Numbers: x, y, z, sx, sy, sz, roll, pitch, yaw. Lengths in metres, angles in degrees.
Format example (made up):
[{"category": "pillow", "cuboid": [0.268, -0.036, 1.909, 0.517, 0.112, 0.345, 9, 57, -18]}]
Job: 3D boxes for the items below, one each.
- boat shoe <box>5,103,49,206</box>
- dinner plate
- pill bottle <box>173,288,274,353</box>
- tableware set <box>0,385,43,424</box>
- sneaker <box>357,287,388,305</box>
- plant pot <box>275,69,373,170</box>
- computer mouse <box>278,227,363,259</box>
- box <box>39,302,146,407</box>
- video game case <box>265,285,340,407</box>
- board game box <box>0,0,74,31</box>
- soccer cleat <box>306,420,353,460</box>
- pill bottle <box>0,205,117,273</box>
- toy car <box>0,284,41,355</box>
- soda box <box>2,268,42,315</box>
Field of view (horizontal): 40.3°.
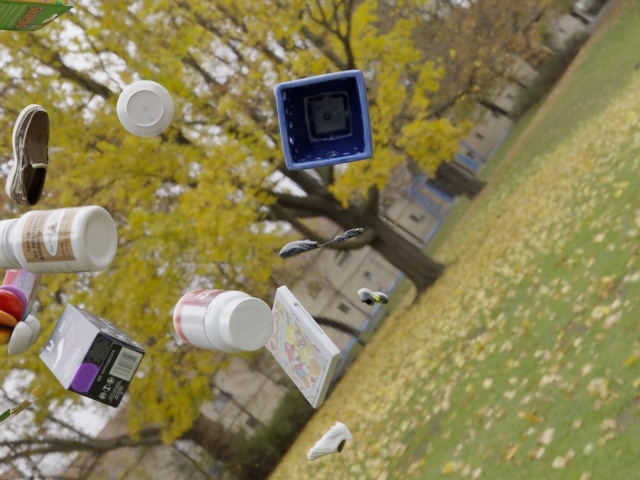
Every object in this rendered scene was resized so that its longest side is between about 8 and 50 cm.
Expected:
[{"category": "boat shoe", "cuboid": [-0.709, -0.206, 2.171, 0.095, 0.095, 0.257, -12, -55, -50]}, {"category": "dinner plate", "cuboid": [-0.437, -0.329, 2.172, 0.141, 0.141, 0.017, -55, 5, -1]}, {"category": "pill bottle", "cuboid": [-0.189, 0.157, 1.702, 0.221, 0.121, 0.121, -2, 44, 55]}, {"category": "tableware set", "cuboid": [-0.674, 0.369, 1.923, 0.104, 0.024, 0.154, -39, -1, 30]}, {"category": "sneaker", "cuboid": [0.122, 0.138, 2.021, 0.031, 0.083, 0.035, -45, 38, 42]}, {"category": "plant pot", "cuboid": [0.016, -0.330, 2.338, 0.212, 0.236, 0.235, -74, -24, -75]}, {"category": "computer mouse", "cuboid": [0.000, 0.000, 2.381, 0.242, 0.041, 0.071, -17, -5, 0]}, {"category": "box", "cuboid": [-0.577, 0.286, 2.194, 0.270, 0.143, 0.165, 21, 82, 56]}, {"category": "video game case", "cuboid": [-0.046, 0.242, 1.957, 0.026, 0.206, 0.227, -25, -30, -30]}, {"category": "board game box", "cuboid": [-0.551, -0.388, 1.454, 0.124, 0.039, 0.259, -16, -4, 38]}, {"category": "soccer cleat", "cuboid": [0.025, 0.615, 2.597, 0.068, 0.076, 0.196, -30, -18, -50]}, {"category": "pill bottle", "cuboid": [-0.536, 0.002, 1.740, 0.131, 0.229, 0.131, -3, -90, -70]}, {"category": "toy car", "cuboid": [-0.699, 0.165, 1.914, 0.182, 0.159, 0.136, -132, 58, -83]}, {"category": "soda box", "cuboid": [-0.844, 0.149, 2.434, 0.092, 0.084, 0.263, 114, 166, -57]}]
